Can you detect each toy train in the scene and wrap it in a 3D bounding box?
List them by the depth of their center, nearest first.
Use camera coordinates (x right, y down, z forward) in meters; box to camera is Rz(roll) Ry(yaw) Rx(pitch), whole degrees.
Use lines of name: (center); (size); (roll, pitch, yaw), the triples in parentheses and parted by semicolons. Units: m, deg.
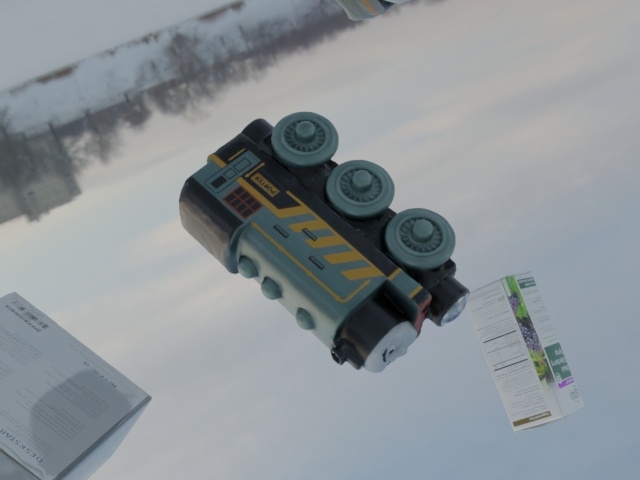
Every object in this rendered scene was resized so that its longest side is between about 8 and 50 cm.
toy train: (0.000, 0.000, 1.070); (0.190, 0.334, 0.142); (-39, 160, -24)

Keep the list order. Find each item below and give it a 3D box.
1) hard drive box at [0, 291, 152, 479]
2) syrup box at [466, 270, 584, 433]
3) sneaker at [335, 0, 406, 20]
hard drive box: (-0.281, 0.153, 0.863); (0.089, 0.181, 0.232); (-54, 176, 13)
syrup box: (0.325, 0.177, 1.547); (0.096, 0.236, 0.093); (-28, 167, 34)
sneaker: (-0.017, -0.336, 1.030); (0.108, 0.271, 0.100); (-28, -151, 45)
